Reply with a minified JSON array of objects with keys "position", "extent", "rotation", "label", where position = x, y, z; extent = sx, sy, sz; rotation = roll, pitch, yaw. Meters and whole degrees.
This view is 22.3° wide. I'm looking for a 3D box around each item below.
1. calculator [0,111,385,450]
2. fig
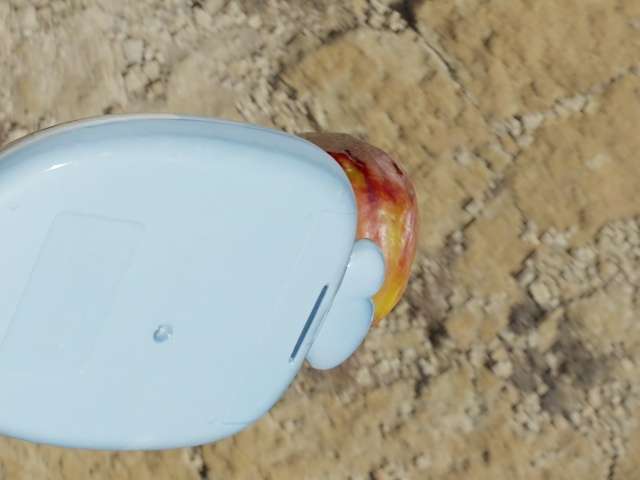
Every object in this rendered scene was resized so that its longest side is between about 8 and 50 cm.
[{"position":[-0.075,0.026,0.828],"extent":[0.302,0.042,0.188],"rotation":[8,113,-42],"label":"calculator"},{"position":[-0.003,-0.012,1.724],"extent":[0.224,0.263,0.224],"rotation":[-17,121,-31],"label":"fig"}]
